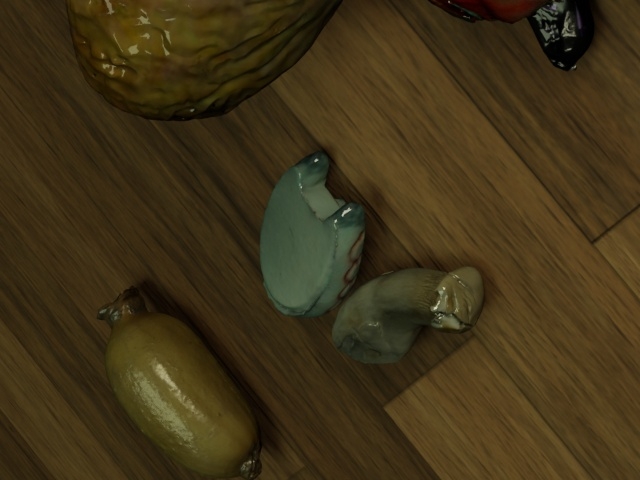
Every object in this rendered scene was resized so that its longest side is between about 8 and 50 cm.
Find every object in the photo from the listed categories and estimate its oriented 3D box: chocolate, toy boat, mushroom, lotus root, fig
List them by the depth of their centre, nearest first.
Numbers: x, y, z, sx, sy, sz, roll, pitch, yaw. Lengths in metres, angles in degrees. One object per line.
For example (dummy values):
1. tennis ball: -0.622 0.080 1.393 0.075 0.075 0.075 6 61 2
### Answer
1. chocolate: 0.173 -0.210 1.513 0.147 0.070 0.072 33 134 13
2. fig: -0.050 -0.237 1.609 0.368 0.286 0.286 9 134 12
3. mushroom: 0.093 0.071 1.861 0.223 0.081 0.092 -29 78 56
4. toy boat: 0.000 0.000 1.926 0.134 0.079 0.208 52 144 29
5. lotus root: -0.190 0.198 2.302 0.303 0.131 0.146 50 147 6

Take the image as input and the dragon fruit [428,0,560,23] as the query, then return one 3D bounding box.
1. dragon fruit: 0.139 -0.254 1.399 0.182 0.182 0.188 58 148 -7
